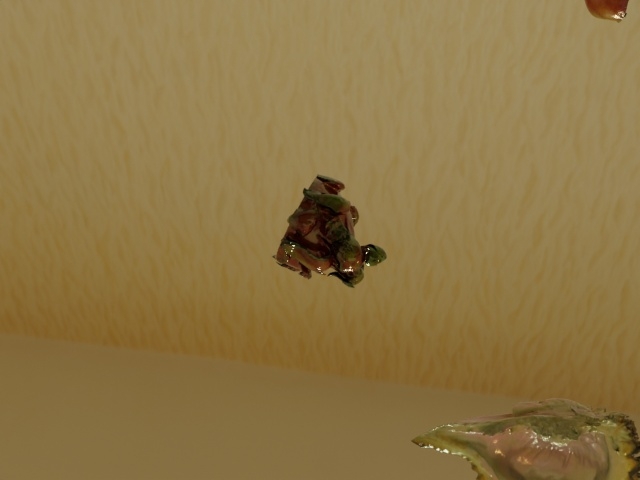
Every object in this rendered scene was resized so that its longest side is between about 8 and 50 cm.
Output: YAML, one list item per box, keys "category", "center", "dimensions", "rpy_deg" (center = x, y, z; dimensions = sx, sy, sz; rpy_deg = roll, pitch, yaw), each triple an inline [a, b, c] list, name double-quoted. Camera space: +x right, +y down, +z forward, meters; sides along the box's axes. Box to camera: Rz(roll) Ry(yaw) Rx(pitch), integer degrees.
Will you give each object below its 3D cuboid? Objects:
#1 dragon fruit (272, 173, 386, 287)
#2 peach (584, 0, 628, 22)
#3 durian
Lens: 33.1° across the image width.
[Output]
- category: "dragon fruit"
  center: [0.000, 0.000, 1.263]
  dimensions: [0.142, 0.138, 0.175]
  rpy_deg: [-24, -130, -40]
- category: "peach"
  center: [0.382, -0.337, 1.425]
  dimensions: [0.061, 0.098, 0.098]
  rpy_deg: [9, -130, 2]
- category: "durian"
  center: [0.203, 0.198, 1.051]
  dimensions: [0.224, 0.140, 0.078]
  rpy_deg: [8, -149, 15]
